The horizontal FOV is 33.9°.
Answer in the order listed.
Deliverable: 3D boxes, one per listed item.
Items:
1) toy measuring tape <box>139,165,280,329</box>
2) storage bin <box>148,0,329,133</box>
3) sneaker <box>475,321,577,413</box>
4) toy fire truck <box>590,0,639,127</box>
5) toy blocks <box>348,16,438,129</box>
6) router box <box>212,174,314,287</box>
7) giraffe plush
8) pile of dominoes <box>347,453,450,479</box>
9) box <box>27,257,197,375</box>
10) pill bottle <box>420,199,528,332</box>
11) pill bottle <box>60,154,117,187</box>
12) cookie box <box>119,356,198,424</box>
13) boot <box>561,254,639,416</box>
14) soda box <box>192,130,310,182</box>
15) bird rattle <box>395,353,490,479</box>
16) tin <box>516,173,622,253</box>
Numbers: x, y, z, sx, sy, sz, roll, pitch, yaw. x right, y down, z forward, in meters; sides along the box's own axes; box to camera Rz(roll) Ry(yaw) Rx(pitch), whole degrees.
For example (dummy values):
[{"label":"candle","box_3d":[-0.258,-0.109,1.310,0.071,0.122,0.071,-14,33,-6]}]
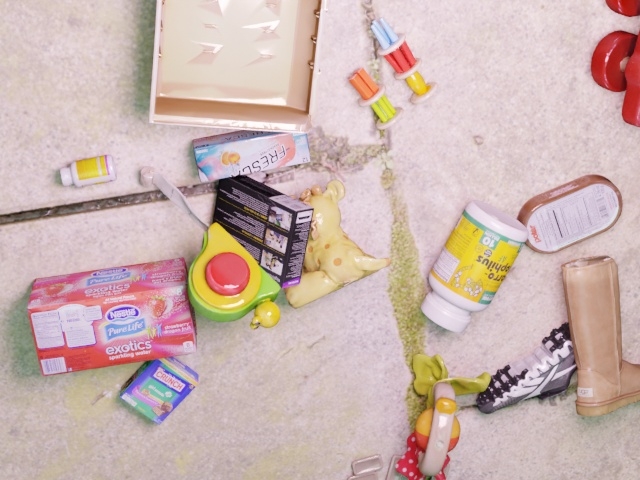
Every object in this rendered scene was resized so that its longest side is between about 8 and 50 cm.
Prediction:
[{"label":"toy measuring tape","box_3d":[-0.196,0.026,1.642,0.330,0.121,0.121,43,101,9]},{"label":"storage bin","box_3d":[-0.120,-0.309,1.583,0.260,0.123,0.262,3,111,-10]},{"label":"sneaker","box_3d":[0.397,0.258,1.920,0.234,0.078,0.106,-39,110,5]},{"label":"toy fire truck","box_3d":[0.592,-0.331,1.682,0.253,0.169,0.302,-7,115,-27]},{"label":"toy blocks","box_3d":[0.099,-0.269,1.672,0.123,0.054,0.148,-36,113,5]},{"label":"router box","box_3d":[-0.098,-0.020,1.680,0.046,0.178,0.133,-12,121,-47]},{"label":"giraffe plush","box_3d":[0.000,0.000,1.715,0.181,0.210,0.171,-24,87,-16]},{"label":"pile of dominoes","box_3d":[0.123,0.520,2.016,0.195,0.040,0.251,12,101,-13]},{"label":"box","box_3d":[-0.337,0.122,1.720,0.256,0.123,0.128,-9,113,-5]},{"label":"pill bottle","box_3d":[0.257,0.047,1.790,0.117,0.117,0.208,23,106,-17]},{"label":"pill bottle","box_3d":[-0.368,-0.109,1.665,0.083,0.043,0.043,-11,113,-5]},{"label":"cookie box","box_3d":[-0.280,0.253,1.827,0.092,0.040,0.107,40,100,-20]},{"label":"boot","box_3d":[0.525,0.159,1.884,0.236,0.089,0.270,-13,98,-47]},{"label":"soda box","box_3d":[-0.110,-0.144,1.682,0.183,0.063,0.058,-12,112,-5]},{"label":"bird rattle","box_3d":[0.196,0.333,1.861,0.143,0.207,0.254,21,98,2]},{"label":"tin","box_3d":[0.435,-0.045,1.828,0.189,0.040,0.106,-23,109,1]}]
